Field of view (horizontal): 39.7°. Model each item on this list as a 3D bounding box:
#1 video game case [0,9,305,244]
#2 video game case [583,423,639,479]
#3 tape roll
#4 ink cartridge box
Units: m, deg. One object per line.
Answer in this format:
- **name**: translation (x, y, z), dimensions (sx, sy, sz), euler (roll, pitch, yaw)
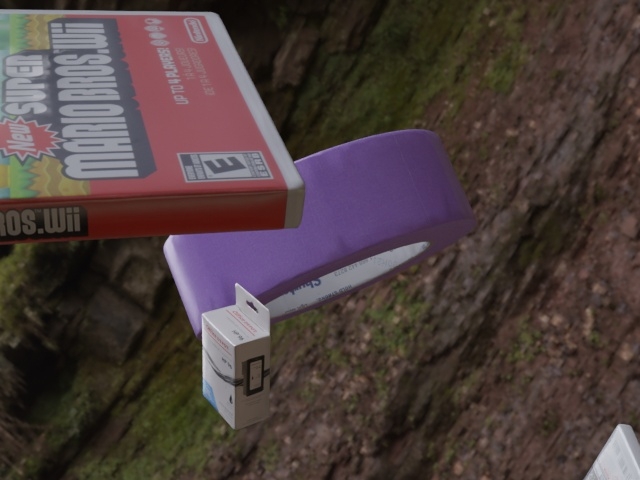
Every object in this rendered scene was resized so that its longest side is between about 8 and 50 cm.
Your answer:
- **video game case**: translation (-0.169, -0.060, 0.402), dimensions (0.285, 0.204, 0.025), euler (-4, -55, -17)
- **video game case**: translation (0.355, 0.345, 1.044), dimensions (0.190, 0.022, 0.173), euler (-98, 20, -53)
- **tape roll**: translation (0.000, 0.000, 0.816), dimensions (0.274, 0.090, 0.275), euler (-22, -10, -4)
- **ink cartridge box**: translation (-0.057, 0.076, 0.589), dimensions (0.028, 0.048, 0.083), euler (-14, -61, -32)
